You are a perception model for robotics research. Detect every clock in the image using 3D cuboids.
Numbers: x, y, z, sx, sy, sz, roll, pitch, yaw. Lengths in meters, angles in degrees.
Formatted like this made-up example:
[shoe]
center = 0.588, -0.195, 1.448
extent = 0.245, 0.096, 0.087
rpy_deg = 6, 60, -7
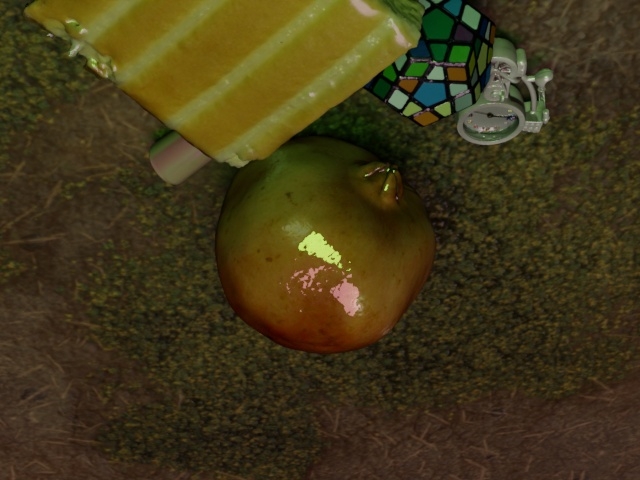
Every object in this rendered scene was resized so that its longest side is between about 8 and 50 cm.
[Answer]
[clock]
center = 0.168, -0.137, 1.506
extent = 0.087, 0.041, 0.129
rpy_deg = -2, 146, 0

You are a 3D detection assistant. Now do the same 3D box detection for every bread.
[bread]
center = -0.082, -0.193, 1.318
extent = 0.239, 0.111, 0.246
rpy_deg = 36, 131, -22

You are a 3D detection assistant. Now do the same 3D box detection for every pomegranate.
[pomegranate]
center = -0.002, 0.006, 1.526
extent = 0.209, 0.209, 0.209
rpy_deg = -4, 141, -3

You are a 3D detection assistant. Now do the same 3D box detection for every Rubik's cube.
[Rubik's cube]
center = 0.087, -0.163, 1.405
extent = 0.133, 0.112, 0.133
rpy_deg = -6, 139, -5

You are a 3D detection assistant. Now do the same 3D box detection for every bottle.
[bottle]
center = -0.111, -0.093, 1.515
extent = 0.096, 0.045, 0.045
rpy_deg = -34, 134, 26
